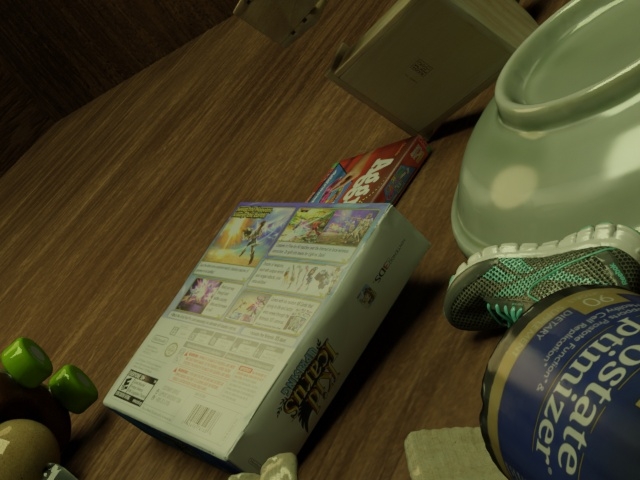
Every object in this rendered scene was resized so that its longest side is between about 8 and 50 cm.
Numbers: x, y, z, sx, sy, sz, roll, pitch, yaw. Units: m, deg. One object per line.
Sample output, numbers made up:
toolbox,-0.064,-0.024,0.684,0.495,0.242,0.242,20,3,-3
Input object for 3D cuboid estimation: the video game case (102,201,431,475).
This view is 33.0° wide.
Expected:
video game case,-0.057,0.078,0.961,0.269,0.061,0.244,4,57,59

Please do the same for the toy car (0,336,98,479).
toy car,-0.296,0.224,1.092,0.155,0.149,0.188,-42,49,3

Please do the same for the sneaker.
sneaker,0.148,0.041,0.748,0.166,0.065,0.076,-22,30,42

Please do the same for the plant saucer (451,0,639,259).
plant saucer,0.256,-0.137,0.878,0.400,0.100,0.400,-34,20,14

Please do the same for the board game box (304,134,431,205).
board game box,0.000,0.000,1.134,0.145,0.027,0.281,-14,32,48

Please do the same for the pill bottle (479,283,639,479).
pill bottle,0.171,0.103,0.482,0.123,0.123,0.219,-42,22,-6

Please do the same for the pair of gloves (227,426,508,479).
pair of gloves,0.024,0.167,0.584,0.240,0.042,0.204,-6,15,-8

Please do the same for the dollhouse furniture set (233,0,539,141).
dollhouse furniture set,0.116,-0.316,1.165,0.198,0.286,0.303,-36,25,55
